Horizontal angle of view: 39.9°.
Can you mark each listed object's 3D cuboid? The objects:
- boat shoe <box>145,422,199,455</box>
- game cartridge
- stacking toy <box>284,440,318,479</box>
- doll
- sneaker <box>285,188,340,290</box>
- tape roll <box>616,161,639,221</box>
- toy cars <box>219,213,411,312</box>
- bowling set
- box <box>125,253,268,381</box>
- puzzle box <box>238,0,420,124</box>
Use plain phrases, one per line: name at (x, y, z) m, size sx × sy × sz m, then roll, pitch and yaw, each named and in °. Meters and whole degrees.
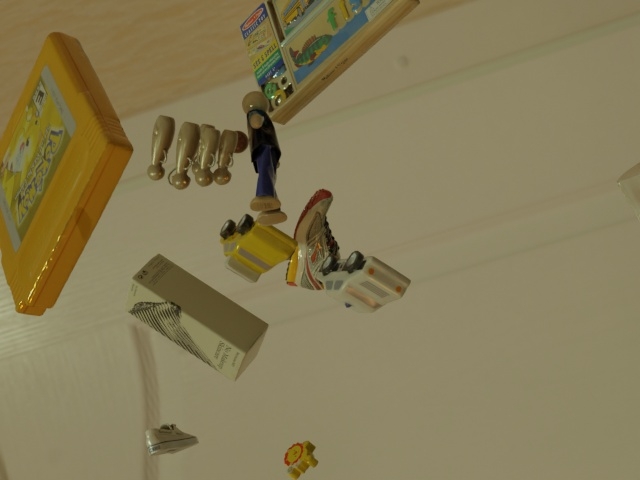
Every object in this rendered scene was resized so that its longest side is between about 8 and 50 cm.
boat shoe at (-0.178, 0.234, 1.049) m, size 0.100 × 0.035 × 0.035 m, roll 21°, pitch -135°, yaw -67°
game cartridge at (-0.373, -0.096, 1.204) m, size 0.053 × 0.285 × 0.323 m, roll 16°, pitch -154°, yaw -37°
stacking toy at (0.028, 0.393, 1.197) m, size 0.167 × 0.052 × 0.221 m, roll 45°, pitch -167°, yaw -26°
doll at (-0.076, -0.120, 1.163) m, size 0.129 × 0.046 × 0.189 m, roll 70°, pitch -169°, yaw -61°
sneaker at (0.000, 0.000, 1.644) m, size 0.088 × 0.093 × 0.225 m, roll -64°, pitch -12°, yaw -49°
tape roll at (0.701, -0.101, 1.623) m, size 0.169 × 0.246 × 0.246 m, roll 58°, pitch -171°, yaw 0°
toy cars at (-0.031, 0.051, 1.448) m, size 0.087 × 0.394 × 0.176 m, roll -63°, pitch -30°, yaw -15°
bowling set at (-0.250, -0.183, 2.005) m, size 0.287 × 0.200 × 0.154 m, roll 23°, pitch 104°, yaw 53°
box at (-0.249, 0.153, 1.757) m, size 0.094 × 0.275 × 0.113 m, roll -49°, pitch -14°, yaw -44°
puzzle box at (0.003, -0.463, 1.809) m, size 0.052 × 0.409 × 0.272 m, roll 13°, pitch -130°, yaw -44°
